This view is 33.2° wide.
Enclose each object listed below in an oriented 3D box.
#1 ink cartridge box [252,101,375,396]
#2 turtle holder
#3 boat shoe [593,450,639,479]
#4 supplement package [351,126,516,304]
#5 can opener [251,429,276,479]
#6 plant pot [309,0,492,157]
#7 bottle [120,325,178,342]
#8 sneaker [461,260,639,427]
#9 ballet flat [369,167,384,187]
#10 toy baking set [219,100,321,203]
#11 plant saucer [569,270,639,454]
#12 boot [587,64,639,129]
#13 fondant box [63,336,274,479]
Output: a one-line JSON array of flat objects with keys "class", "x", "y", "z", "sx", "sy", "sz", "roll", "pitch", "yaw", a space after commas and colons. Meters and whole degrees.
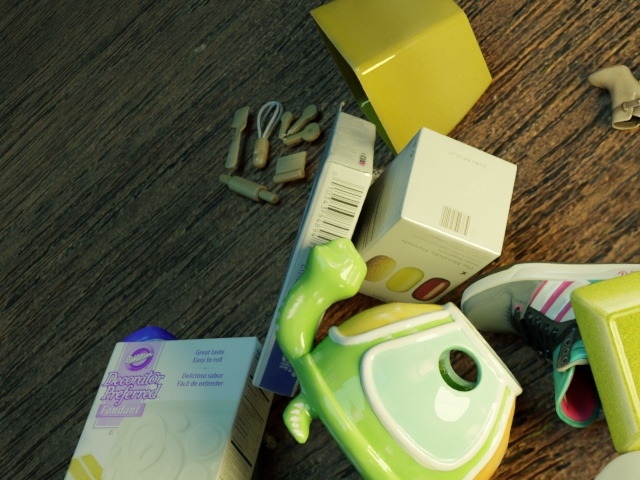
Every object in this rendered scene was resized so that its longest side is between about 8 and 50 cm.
[{"class": "ink cartridge box", "x": 0.000, "y": 0.000, "z": 1.479, "sx": 0.330, "sy": 0.071, "sz": 0.324, "roll": -74, "pitch": 2, "yaw": -69}, {"class": "turtle holder", "x": 0.091, "y": 0.170, "z": 1.281, "sx": 0.227, "sy": 0.243, "sz": 0.320, "roll": -40, "pitch": 56, "yaw": 7}, {"class": "boat shoe", "x": 0.274, "y": 0.330, "z": 1.088, "sx": 0.258, "sy": 0.084, "sz": 0.095, "roll": -39, "pitch": 22, "yaw": -14}, {"class": "supplement package", "x": 0.132, "y": -0.017, "z": 1.401, "sx": 0.244, "sy": 0.139, "sz": 0.134, "roll": 130, "pitch": 158, "yaw": -61}, {"class": "can opener", "x": -0.098, "y": 0.326, "z": 1.485, "sx": 0.073, "sy": 0.059, "sz": 0.186, "roll": -17, "pitch": 47, "yaw": 13}, {"class": "plant pot", "x": 0.135, "y": -0.275, "z": 1.639, "sx": 0.187, "sy": 0.212, "sz": 0.212, "roll": -31, "pitch": 42, "yaw": 1}, {"class": "bottle", "x": -0.262, "y": 0.270, "z": 1.651, "sx": 0.118, "sy": 0.092, "sz": 0.283, "roll": -34, "pitch": 43, "yaw": 23}, {"class": "sneaker", "x": 0.282, "y": 0.127, "z": 1.257, "sx": 0.295, "sy": 0.124, "sz": 0.178, "roll": -5, "pitch": 48, "yaw": 38}, {"class": "ballet flat", "x": 0.049, "y": -0.094, "z": 1.689, "sx": 0.114, "sy": 0.041, "sz": 0.041, "roll": -15, "pitch": 51, "yaw": 34}, {"class": "toy baking set", "x": -0.092, "y": -0.158, "z": 1.876, "sx": 0.256, "sy": 0.030, "sz": 0.197, "roll": 17, "pitch": 69, "yaw": 47}, {"class": "plant saucer", "x": 0.376, "y": 0.118, "z": 1.114, "sx": 0.188, "sy": 0.045, "sz": 0.188, "roll": -17, "pitch": 91, "yaw": 12}, {"class": "boot", "x": 0.406, "y": -0.190, "z": 1.441, "sx": 0.118, "sy": 0.042, "sz": 0.087, "roll": 1, "pitch": 63, "yaw": 43}, {"class": "fondant box", "x": -0.212, "y": 0.294, "z": 1.461, "sx": 0.238, "sy": 0.096, "sz": 0.330, "roll": -5, "pitch": 48, "yaw": 24}]
